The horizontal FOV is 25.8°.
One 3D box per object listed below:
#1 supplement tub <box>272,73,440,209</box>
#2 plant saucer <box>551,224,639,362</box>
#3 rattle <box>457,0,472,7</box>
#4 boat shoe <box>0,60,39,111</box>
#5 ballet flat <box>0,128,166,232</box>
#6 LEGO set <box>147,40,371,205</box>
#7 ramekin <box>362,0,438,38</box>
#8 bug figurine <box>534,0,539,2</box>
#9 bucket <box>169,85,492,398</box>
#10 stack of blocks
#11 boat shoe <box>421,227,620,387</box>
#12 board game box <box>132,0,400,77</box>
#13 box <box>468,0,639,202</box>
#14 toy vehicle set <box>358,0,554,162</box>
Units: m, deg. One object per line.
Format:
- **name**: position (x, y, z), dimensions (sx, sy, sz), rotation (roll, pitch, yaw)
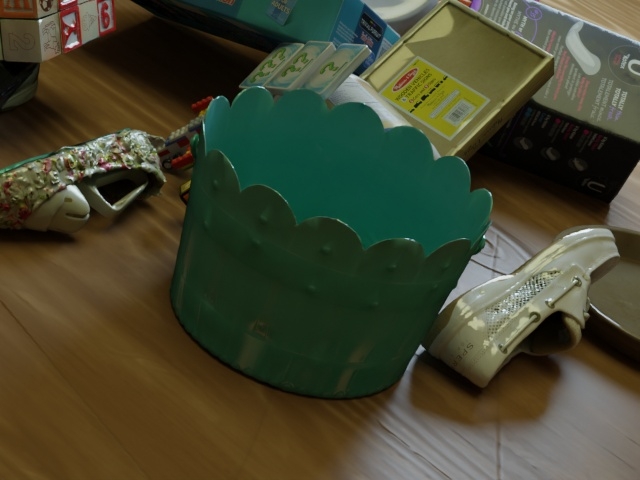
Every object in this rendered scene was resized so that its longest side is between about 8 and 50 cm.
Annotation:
- **supplement tub**: position (0.026, -0.094, 1.512), dimensions (0.144, 0.144, 0.199), rotation (-1, 34, -35)
- **plant saucer**: position (0.381, 0.072, 1.564), dimensions (0.278, 0.041, 0.278), rotation (17, 28, -9)
- **rattle**: position (0.141, -0.424, 2.269), dimensions (0.143, 0.130, 0.199), rotation (-26, 78, -41)
- **boat shoe**: position (-0.357, -0.165, 1.456), dimensions (0.080, 0.073, 0.223), rotation (24, 27, 7)
- **ballet flat**: position (-0.230, -0.050, 1.335), dimensions (0.077, 0.091, 0.241), rotation (51, 38, 9)
- **LEGO set**: position (-0.084, -0.136, 1.458), dimensions (0.060, 0.244, 0.182), rotation (52, -18, -28)
- **ramekin**: position (0.054, -0.385, 1.899), dimensions (0.273, 0.272, 0.127), rotation (11, -8, -18)
- **bug figurine**: position (0.281, -0.480, 2.458), dimensions (0.216, 0.072, 0.279), rotation (16, 23, -22)
- **bucket**: position (0.000, 0.000, 1.284), dimensions (0.281, 0.183, 0.281), rotation (17, 28, -9)
- **stack of blocks**: position (-0.387, -0.251, 1.465), dimensions (0.297, 0.087, 0.171), rotation (5, 21, 17)
- **boat shoe**: position (0.221, 0.074, 1.398), dimensions (0.277, 0.098, 0.096), rotation (-27, 65, -37)
- **board game box**: position (-0.095, -0.291, 1.703), dimensions (0.336, 0.079, 0.254), rotation (21, 1, 17)
- **box**: position (0.290, -0.190, 1.804), dimensions (0.270, 0.143, 0.165), rotation (22, 59, 2)
- **toy vehicle set**: position (0.129, -0.164, 1.658), dimensions (0.166, 0.035, 0.267), rotation (37, 69, 27)
